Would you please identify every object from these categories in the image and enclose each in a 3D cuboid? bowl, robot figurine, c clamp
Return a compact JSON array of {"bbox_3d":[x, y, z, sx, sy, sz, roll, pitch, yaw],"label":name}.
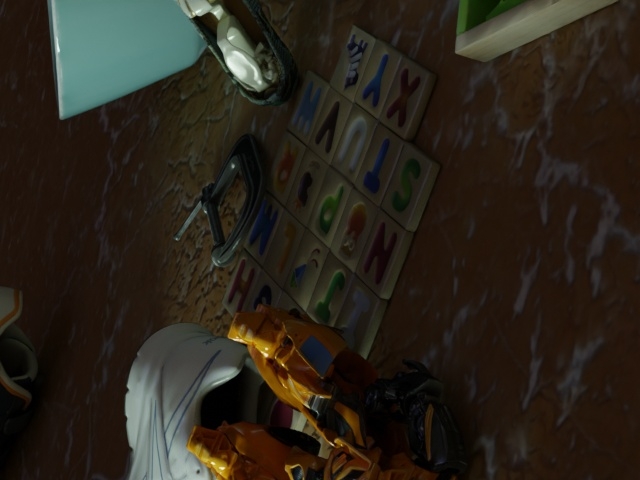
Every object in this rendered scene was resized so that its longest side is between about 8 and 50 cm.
[{"bbox_3d":[-0.189,-0.280,1.925,0.311,0.163,0.312,175,90,-83],"label":"bowl"},{"bbox_3d":[0.002,0.166,1.433,0.291,0.085,0.211,39,113,59],"label":"robot figurine"},{"bbox_3d":[-0.086,-0.027,1.801,0.137,0.022,0.161,-60,21,14],"label":"c clamp"}]

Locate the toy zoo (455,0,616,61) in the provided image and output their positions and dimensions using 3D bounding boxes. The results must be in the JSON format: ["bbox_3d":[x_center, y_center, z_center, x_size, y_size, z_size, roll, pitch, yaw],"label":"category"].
[{"bbox_3d":[0.171,-0.290,1.408,0.192,0.030,0.293,-19,60,61],"label":"toy zoo"}]

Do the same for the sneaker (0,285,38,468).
[{"bbox_3d":[-0.375,0.189,2.190,0.126,0.127,0.321,-103,12,-55],"label":"sneaker"}]

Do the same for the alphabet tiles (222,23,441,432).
[{"bbox_3d":[0.000,0.000,1.627,0.285,0.011,0.343,44,116,61],"label":"alphabet tiles"}]

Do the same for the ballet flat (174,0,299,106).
[{"bbox_3d":[-0.085,-0.196,1.723,0.070,0.188,0.070,-38,9,7],"label":"ballet flat"}]

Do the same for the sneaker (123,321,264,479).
[{"bbox_3d":[-0.113,0.216,1.626,0.129,0.111,0.297,1,84,56],"label":"sneaker"}]
